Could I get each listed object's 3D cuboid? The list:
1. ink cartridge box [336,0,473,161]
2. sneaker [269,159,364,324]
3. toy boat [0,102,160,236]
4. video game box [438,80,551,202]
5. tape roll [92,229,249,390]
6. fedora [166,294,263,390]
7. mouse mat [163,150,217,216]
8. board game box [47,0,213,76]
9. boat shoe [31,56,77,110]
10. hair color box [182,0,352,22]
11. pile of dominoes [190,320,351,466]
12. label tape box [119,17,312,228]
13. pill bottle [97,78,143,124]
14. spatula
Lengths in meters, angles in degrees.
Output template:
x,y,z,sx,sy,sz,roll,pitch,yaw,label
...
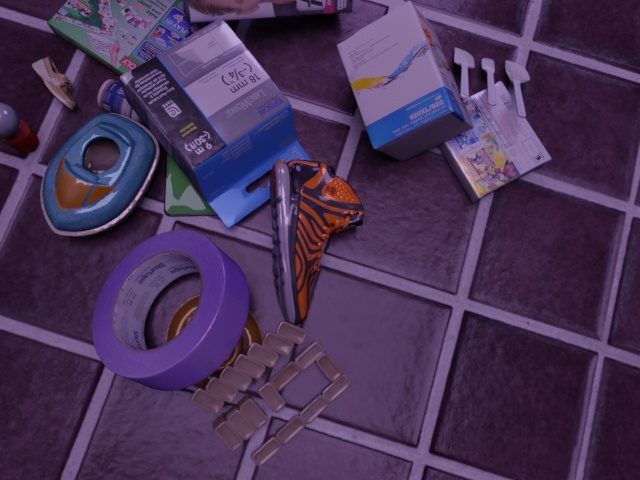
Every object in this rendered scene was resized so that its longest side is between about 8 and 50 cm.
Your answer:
x,y,z,sx,sy,sz,roll,pitch,yaw,label
0.169,-0.305,1.089,0.168,0.171,0.233,-23,79,26,ink cartridge box
0.000,0.000,1.070,0.180,0.124,0.321,-1,88,-14,sneaker
-0.492,-0.157,1.064,0.318,0.148,0.268,27,78,3,toy boat
0.355,-0.210,1.171,0.187,0.048,0.205,-27,80,-11,video game box
-0.267,0.121,0.981,0.274,0.090,0.275,-12,57,19,tape roll
-0.204,0.190,1.039,0.194,0.079,0.195,1,77,-2,fedora
-0.248,-0.143,1.146,0.152,0.007,0.190,-1,77,-3,mouse mat
-0.389,-0.452,1.186,0.317,0.046,0.214,34,79,4,board game box
-0.549,-0.331,1.149,0.045,0.050,0.135,-39,82,-5,boat shoe
-0.108,-0.550,1.117,0.347,0.174,0.105,-11,35,-16,hair color box
-0.093,0.279,1.036,0.251,0.040,0.196,-39,103,-12,pile of dominoes
-0.188,-0.231,1.083,0.240,0.106,0.334,-38,89,-18,label tape box
-0.391,-0.280,1.137,0.120,0.067,0.067,24,78,2,pill bottle
0.360,-0.336,1.149,0.168,0.019,0.242,19,41,-3,spatula
